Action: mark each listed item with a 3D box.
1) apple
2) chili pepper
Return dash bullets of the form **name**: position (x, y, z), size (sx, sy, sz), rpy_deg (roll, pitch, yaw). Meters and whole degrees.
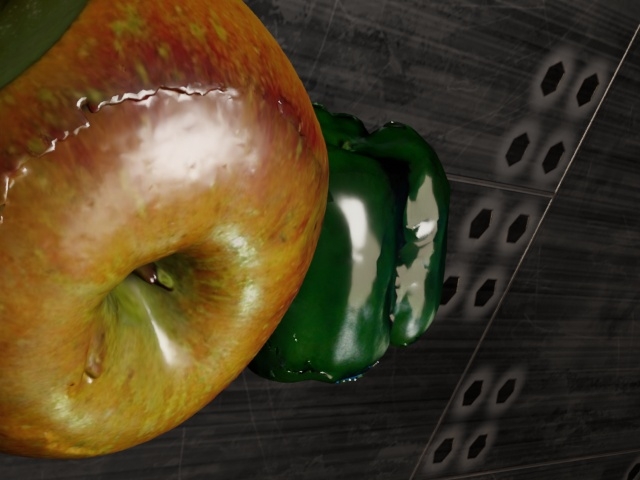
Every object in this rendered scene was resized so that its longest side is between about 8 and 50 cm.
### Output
- **apple**: position (-0.186, -0.047, 1.008), size (0.374, 0.374, 0.384), rpy_deg (-12, 133, -47)
- **chili pepper**: position (0.000, 0.000, 1.399), size (0.248, 0.233, 0.256), rpy_deg (-34, 135, -55)
